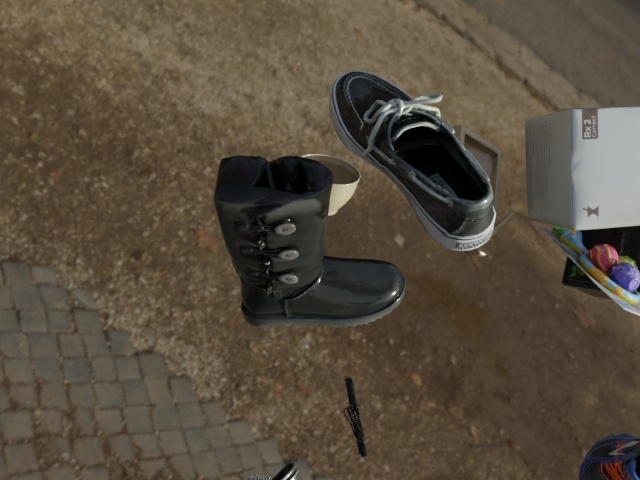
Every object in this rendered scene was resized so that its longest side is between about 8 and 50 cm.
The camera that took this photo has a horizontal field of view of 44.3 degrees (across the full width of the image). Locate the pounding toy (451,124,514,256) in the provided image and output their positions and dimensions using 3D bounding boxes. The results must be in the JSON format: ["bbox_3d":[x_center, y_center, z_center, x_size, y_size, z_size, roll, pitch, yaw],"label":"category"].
[{"bbox_3d":[0.257,-0.069,1.394,0.181,0.094,0.206,22,70,-41],"label":"pounding toy"}]

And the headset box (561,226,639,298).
[{"bbox_3d":[0.573,-0.015,1.349,0.131,0.246,0.283,19,83,-41],"label":"headset box"}]

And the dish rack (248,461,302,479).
[{"bbox_3d":[-0.149,0.526,1.510,0.208,0.271,0.074,-38,94,-31],"label":"dish rack"}]

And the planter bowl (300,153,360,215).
[{"bbox_3d":[0.008,-0.129,1.937,0.162,0.109,0.162,10,31,-6],"label":"planter bowl"}]

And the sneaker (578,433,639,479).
[{"bbox_3d":[0.500,0.356,1.260,0.083,0.221,0.087,53,44,6],"label":"sneaker"}]

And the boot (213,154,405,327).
[{"bbox_3d":[-0.002,0.001,1.539,0.367,0.445,0.146,-10,51,-5],"label":"boot"}]

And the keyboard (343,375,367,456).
[{"bbox_3d":[0.074,0.426,1.901,0.038,0.100,0.192,-11,84,-7],"label":"keyboard"}]

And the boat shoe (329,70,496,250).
[{"bbox_3d":[0.102,-0.124,0.947,0.113,0.105,0.306,-23,56,-9],"label":"boat shoe"}]

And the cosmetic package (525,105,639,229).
[{"bbox_3d":[0.375,-0.098,1.050,0.151,0.151,0.183,-4,6,-3],"label":"cosmetic package"}]

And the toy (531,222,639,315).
[{"bbox_3d":[0.450,0.036,1.237,0.137,0.056,0.237,19,20,-33],"label":"toy"}]
